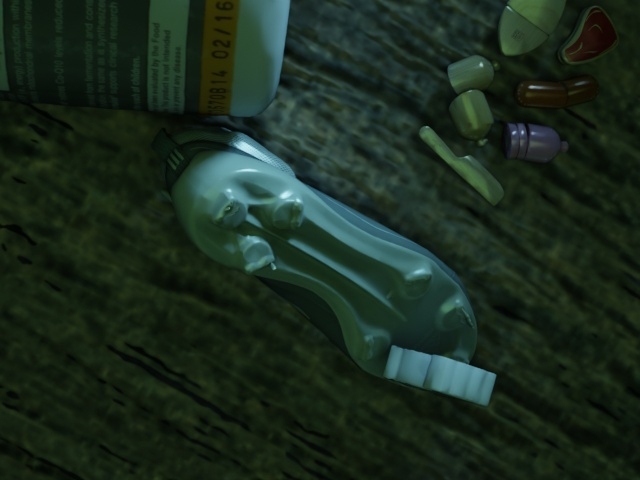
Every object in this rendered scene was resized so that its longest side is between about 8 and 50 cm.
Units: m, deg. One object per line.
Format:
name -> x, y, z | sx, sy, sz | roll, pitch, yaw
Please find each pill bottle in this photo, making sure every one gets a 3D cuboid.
pill bottle -> -0.152, -0.145, 0.747 | 0.279, 0.162, 0.162 | 4, 99, -5

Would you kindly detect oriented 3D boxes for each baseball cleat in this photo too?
baseball cleat -> 0.000, 0.000, 0.828 | 0.072, 0.109, 0.206 | -46, 129, 7

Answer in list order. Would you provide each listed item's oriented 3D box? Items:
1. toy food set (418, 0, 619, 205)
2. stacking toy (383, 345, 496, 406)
toy food set -> 0.108, -0.081, 0.849 | 0.078, 0.019, 0.122 | 43, 86, -9
stacking toy -> 0.100, 0.162, 0.830 | 0.221, 0.052, 0.167 | 21, 83, -31
